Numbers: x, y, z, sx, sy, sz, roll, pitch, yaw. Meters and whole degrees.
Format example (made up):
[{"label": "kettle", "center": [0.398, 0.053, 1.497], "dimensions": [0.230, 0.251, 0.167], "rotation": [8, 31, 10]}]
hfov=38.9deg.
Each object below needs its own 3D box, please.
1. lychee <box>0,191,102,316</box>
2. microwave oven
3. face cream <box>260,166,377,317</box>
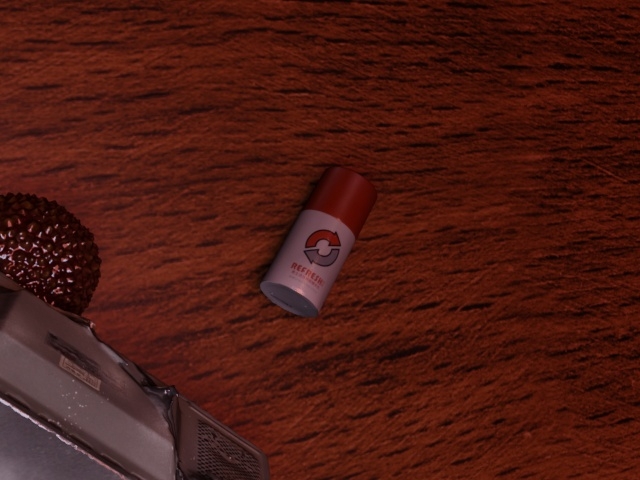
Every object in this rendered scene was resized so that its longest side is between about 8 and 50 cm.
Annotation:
[{"label": "lychee", "center": [-0.360, 0.029, 1.107], "dimensions": [0.188, 0.188, 0.188], "rotation": [5, 78, -27]}, {"label": "microwave oven", "center": [-0.303, 0.279, 0.981], "dimensions": [0.432, 0.236, 0.374], "rotation": [39, 101, -18]}, {"label": "face cream", "center": [0.000, 0.000, 1.353], "dimensions": [0.096, 0.096, 0.214], "rotation": [36, 66, -18]}]
